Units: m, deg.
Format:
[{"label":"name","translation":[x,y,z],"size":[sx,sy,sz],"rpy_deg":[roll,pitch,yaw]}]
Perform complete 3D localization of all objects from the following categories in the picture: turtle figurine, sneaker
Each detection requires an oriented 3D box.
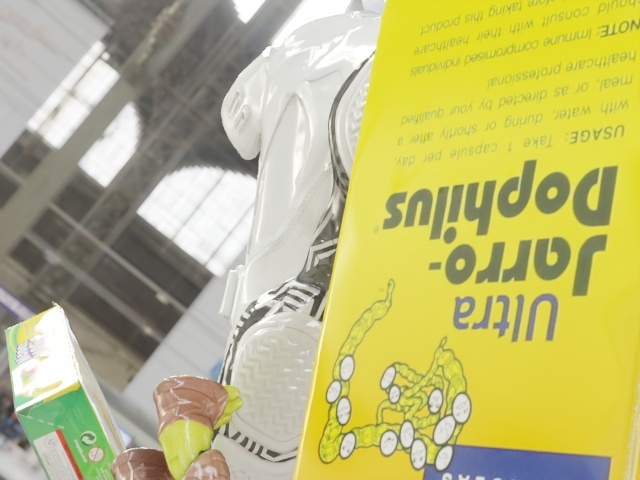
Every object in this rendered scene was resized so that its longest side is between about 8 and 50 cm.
[{"label":"turtle figurine","translation":[-0.073,0.200,0.765],"size":[0.217,0.087,0.269],"rpy_deg":[-109,-154,-45]},{"label":"sneaker","translation":[0.000,0.000,0.952],"size":[0.137,0.366,0.210],"rpy_deg":[17,16,-28]}]

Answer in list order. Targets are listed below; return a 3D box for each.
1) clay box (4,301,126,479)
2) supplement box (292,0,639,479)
[{"label":"clay box","translation":[-0.183,0.132,1.006],"size":[0.127,0.053,0.222],"rpy_deg":[68,-10,-17]},{"label":"supplement box","translation":[0.144,-0.012,0.635],"size":[0.194,0.356,0.195],"rpy_deg":[22,-17,-36]}]
